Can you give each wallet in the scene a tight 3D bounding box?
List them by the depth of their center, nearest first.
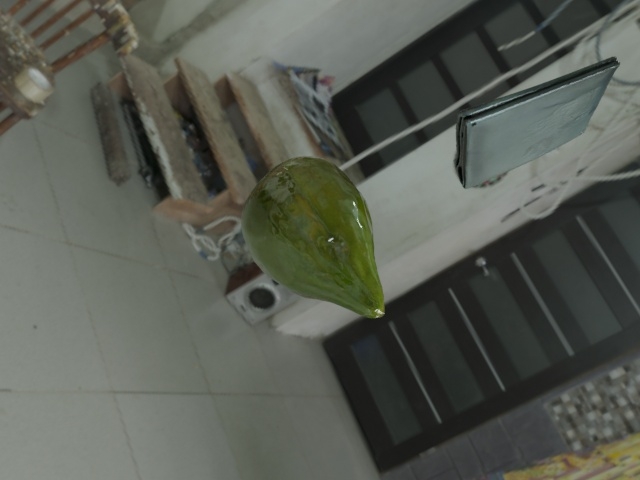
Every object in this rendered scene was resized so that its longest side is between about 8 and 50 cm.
[{"bbox_3d":[0.347,-0.195,1.188,0.290,0.251,0.054,63,4,-72],"label":"wallet"}]

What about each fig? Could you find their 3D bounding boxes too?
[{"bbox_3d":[-0.016,-0.006,0.890,0.167,0.167,0.233,47,13,-34],"label":"fig"}]
